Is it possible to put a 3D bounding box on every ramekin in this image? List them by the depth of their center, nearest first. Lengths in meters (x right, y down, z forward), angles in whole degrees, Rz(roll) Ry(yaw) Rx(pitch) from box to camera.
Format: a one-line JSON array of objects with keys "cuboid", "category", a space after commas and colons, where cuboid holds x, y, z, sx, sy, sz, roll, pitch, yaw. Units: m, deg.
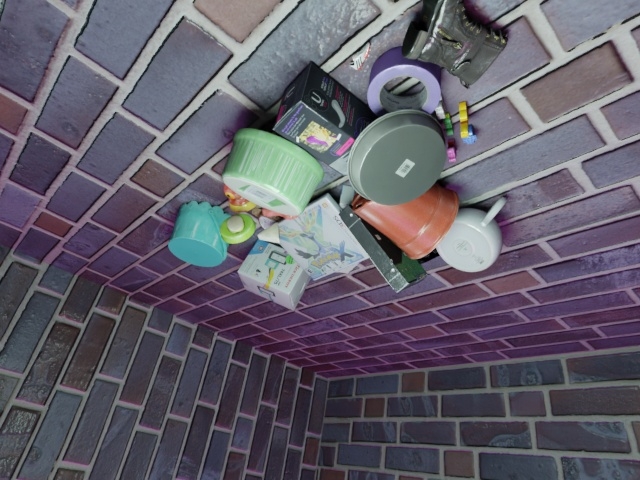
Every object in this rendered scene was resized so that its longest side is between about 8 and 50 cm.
[{"cuboid": [-0.153, -0.197, 1.304, 0.303, 0.148, 0.303, 22, 170, 4], "category": "ramekin"}]

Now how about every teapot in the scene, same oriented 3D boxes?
[{"cuboid": [0.554, -0.026, 1.543, 0.255, 0.187, 0.253, 3, 125, 44], "category": "teapot"}]

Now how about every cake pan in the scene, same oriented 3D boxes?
[{"cuboid": [0.221, -0.214, 1.178, 0.292, 0.054, 0.294, -9, 132, -10], "category": "cake pan"}]

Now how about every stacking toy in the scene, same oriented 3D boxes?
[{"cuboid": [-0.236, -0.132, 1.523, 0.308, 0.280, 0.131, 1, 137, 17], "category": "stacking toy"}]

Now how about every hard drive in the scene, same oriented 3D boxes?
[{"cuboid": [0.226, 0.019, 1.502, 0.064, 0.339, 0.236, -45, 162, 25], "category": "hard drive"}]

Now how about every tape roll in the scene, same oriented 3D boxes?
[{"cuboid": [0.220, -0.404, 1.117, 0.188, 0.080, 0.189, 7, 148, 5], "category": "tape roll"}]

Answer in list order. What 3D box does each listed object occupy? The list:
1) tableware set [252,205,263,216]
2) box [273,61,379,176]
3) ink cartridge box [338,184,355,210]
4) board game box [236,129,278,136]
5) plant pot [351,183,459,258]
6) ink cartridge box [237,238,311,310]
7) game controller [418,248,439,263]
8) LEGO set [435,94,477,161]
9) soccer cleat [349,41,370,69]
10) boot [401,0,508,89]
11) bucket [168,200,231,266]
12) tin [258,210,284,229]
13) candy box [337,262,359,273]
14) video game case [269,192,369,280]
[{"cuboid": [-0.223, -0.128, 1.756, 0.168, 0.020, 0.141, 11, 149, 1], "category": "tableware set"}, {"cuboid": [0.025, -0.334, 1.206, 0.270, 0.166, 0.143, 30, 144, -28], "category": "box"}, {"cuboid": [0.094, -0.133, 1.584, 0.052, 0.089, 0.123, 9, 149, -1], "category": "ink cartridge box"}, {"cuboid": [-0.203, -0.297, 1.448, 0.140, 0.048, 0.170, 3, 148, 8], "category": "board game box"}, {"cuboid": [0.265, -0.118, 1.416, 0.264, 0.273, 0.272, 29, 145, -15], "category": "plant pot"}, {"cuboid": [-0.206, 0.160, 1.982, 0.269, 0.198, 0.197, 21, 152, 15], "category": "ink cartridge box"}, {"cuboid": [0.371, -0.003, 1.733, 0.319, 0.067, 0.166, 31, 142, -31], "category": "game controller"}, {"cuboid": [0.390, -0.309, 1.205, 0.086, 0.093, 0.227, -8, 144, 27], "category": "LEGO set"}, {"cuboid": [0.102, -0.474, 1.089, 0.035, 0.029, 0.083, 14, 154, -13], "category": "soccer cleat"}, {"cuboid": [0.330, -0.488, 0.957, 0.228, 0.091, 0.263, 9, 140, -20], "category": "boot"}, {"cuboid": [-0.519, -0.020, 1.862, 0.280, 0.183, 0.281, 7, 149, 5], "category": "bucket"}, {"cuboid": [-0.173, -0.060, 1.737, 0.189, 0.040, 0.106, 23, 149, 19], "category": "tin"}, {"cuboid": [0.091, 0.062, 1.787, 0.164, 0.070, 0.196, 7, 147, -29], "category": "candy box"}, {"cuboid": [0.000, 0.000, 1.636, 0.328, 0.036, 0.300, -26, 115, 38], "category": "video game case"}]
